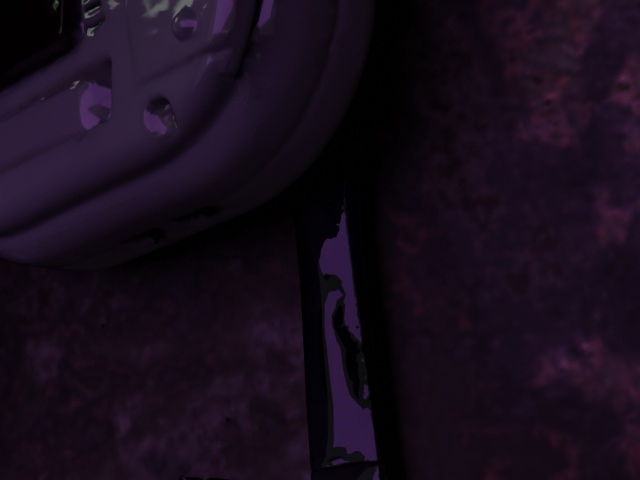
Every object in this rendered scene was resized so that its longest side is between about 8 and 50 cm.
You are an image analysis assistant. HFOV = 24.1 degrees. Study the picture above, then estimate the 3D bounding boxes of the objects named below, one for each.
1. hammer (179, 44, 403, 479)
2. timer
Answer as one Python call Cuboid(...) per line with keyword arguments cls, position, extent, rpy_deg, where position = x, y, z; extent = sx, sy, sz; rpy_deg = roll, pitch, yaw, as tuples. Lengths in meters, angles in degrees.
Cuboid(cls="hammer", position=(0.000, 0.000, 0.617), extent=(0.137, 0.037, 0.290), rpy_deg=(-13, 74, 24))
Cuboid(cls="timer", position=(-0.086, -0.125, 0.631), extent=(0.237, 0.087, 0.262), rpy_deg=(-20, 66, 39))
